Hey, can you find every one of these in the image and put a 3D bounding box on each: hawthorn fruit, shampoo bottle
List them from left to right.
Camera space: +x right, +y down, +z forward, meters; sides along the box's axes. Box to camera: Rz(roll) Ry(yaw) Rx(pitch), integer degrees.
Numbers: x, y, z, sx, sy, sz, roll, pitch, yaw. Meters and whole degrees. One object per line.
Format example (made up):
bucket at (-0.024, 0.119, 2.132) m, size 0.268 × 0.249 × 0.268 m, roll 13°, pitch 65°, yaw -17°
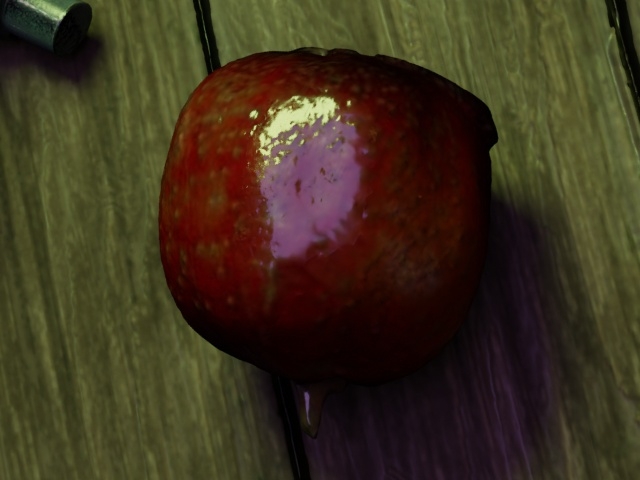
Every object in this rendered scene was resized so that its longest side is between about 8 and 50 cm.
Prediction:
shampoo bottle at (-0.263, -0.198, 1.307) m, size 0.214 × 0.072 × 0.072 m, roll 29°, pitch 86°, yaw 17°
hawthorn fruit at (0.000, 0.000, 1.142) m, size 0.215 × 0.215 × 0.250 m, roll 0°, pitch 86°, yaw 13°
